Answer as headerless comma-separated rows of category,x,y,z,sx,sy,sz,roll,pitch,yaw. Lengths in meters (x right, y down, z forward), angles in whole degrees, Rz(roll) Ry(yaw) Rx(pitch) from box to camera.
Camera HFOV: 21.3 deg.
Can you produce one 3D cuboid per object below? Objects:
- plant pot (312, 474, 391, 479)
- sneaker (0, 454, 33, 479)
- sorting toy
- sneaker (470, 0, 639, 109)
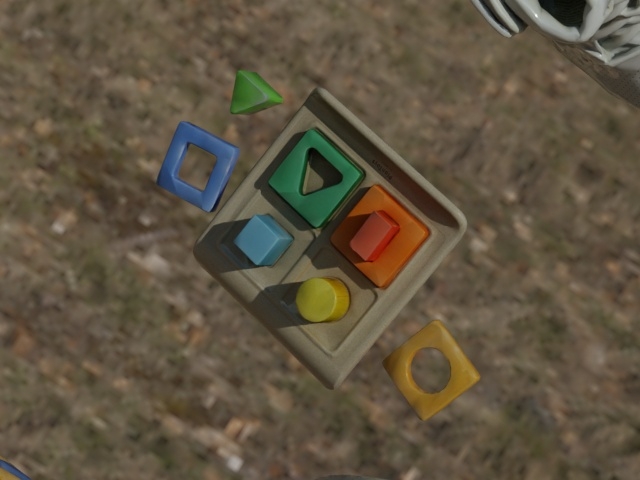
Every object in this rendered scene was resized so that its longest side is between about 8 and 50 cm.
plant pot,0.070,0.411,1.412,0.334,0.305,0.334,22,-26,11
sneaker,-0.233,0.125,0.704,0.296,0.131,0.112,3,-33,51
sorting toy,0.000,0.000,1.412,0.347,0.196,0.047,43,18,18
sneaker,0.140,-0.135,0.920,0.292,0.108,0.169,47,31,-31
